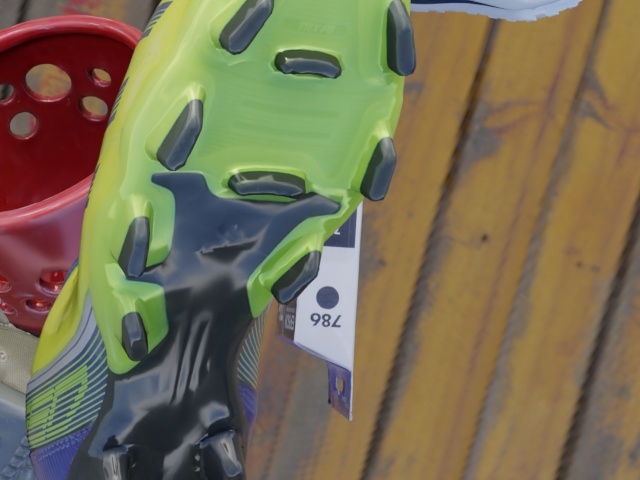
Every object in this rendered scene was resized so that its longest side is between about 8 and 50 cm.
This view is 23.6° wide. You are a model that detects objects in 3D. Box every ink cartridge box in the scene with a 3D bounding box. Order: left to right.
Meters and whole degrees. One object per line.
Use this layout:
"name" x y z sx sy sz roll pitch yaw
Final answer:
"ink cartridge box" 0.000 0.000 1.466 0.065 0.165 0.332 3 88 -8

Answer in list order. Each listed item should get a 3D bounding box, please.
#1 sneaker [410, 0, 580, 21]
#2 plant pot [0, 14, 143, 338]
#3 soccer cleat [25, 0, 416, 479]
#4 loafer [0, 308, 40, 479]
"sneaker" 0.151 -0.261 1.411 0.095 0.235 0.090 42 51 -58
"plant pot" -0.161 -0.024 0.999 0.191 0.191 0.174 -33 136 -10
"soccer cleat" -0.051 -0.006 0.522 0.093 0.121 0.289 -3 135 -26
"loafer" -0.220 0.070 0.836 0.251 0.087 0.094 32 117 -29
